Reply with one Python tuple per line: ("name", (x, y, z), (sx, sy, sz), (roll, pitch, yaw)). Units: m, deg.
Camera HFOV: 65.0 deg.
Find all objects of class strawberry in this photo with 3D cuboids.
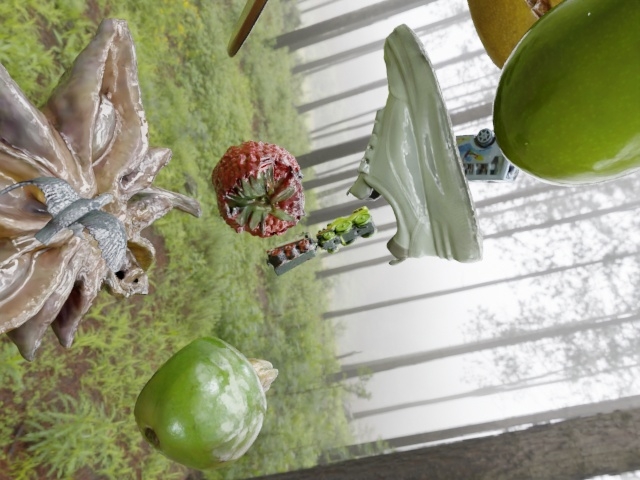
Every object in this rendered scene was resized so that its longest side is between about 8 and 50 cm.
("strawberry", (-0.167, -0.144, 1.320), (0.257, 0.261, 0.261), (-106, 174, -52))

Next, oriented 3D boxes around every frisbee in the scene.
("frisbee", (-0.093, -0.416, 0.827), (0.021, 0.251, 0.251), (25, 37, -22))

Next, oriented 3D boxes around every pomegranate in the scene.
("pomegranate", (-0.160, 0.270, 0.794), (0.159, 0.190, 0.241), (34, -7, 22))

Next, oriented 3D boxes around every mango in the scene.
("mango", (0.273, -0.155, 0.434), (0.143, 0.175, 0.293), (-53, -179, -32))
("mango", (0.286, -0.322, 0.670), (0.295, 0.177, 0.120), (41, 43, -20))

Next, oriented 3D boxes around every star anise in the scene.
("star anise", (-0.223, -0.027, 0.436), (0.349, 0.109, 0.292), (-54, 161, -46))

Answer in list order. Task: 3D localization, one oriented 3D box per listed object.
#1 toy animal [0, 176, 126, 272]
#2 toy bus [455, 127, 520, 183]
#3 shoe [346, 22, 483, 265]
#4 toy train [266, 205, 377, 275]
("toy animal", (-0.142, -0.013, 0.299), (0.084, 0.028, 0.050), (33, 20, 3))
("toy bus", (0.389, -0.226, 1.376), (0.109, 0.330, 0.136), (7, 90, -46))
("shoe", (0.102, -0.107, 0.658), (0.124, 0.159, 0.316), (0, 72, -70))
("toy train", (0.000, 0.000, 1.084), (0.085, 0.250, 0.053), (-117, -174, -62))
